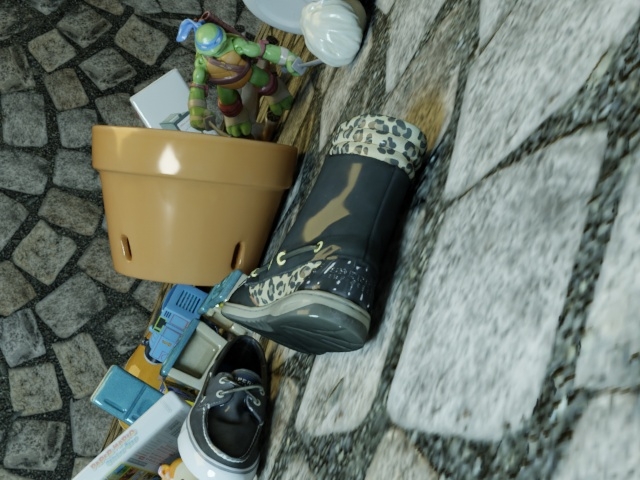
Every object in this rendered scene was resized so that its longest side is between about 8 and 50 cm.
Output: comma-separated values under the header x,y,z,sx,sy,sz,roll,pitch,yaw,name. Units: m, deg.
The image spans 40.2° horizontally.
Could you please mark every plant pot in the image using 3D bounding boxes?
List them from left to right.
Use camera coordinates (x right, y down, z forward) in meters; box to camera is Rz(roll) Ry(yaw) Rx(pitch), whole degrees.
x,y,z,sx,sy,sz,roll,pitch,yaw,name
-0.188,-0.049,1.254,0.291,0.290,0.204,-152,69,-78,plant pot

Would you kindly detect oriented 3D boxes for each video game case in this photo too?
x,y,z,sx,sy,sz,roll,pitch,yaw,name
-0.210,0.257,0.950,0.206,0.026,0.227,-42,-15,-11,video game case

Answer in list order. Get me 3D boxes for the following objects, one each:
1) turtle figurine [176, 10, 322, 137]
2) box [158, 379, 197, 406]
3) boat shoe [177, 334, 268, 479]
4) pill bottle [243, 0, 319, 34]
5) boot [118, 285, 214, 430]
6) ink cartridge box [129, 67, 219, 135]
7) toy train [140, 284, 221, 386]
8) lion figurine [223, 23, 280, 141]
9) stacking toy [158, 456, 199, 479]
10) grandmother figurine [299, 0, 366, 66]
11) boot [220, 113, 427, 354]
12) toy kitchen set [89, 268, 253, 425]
x,y,z,sx,sy,sz,roll,pitch,yaw,name
-0.121,-0.243,1.495,0.198,0.274,0.266,-61,-15,-5,turtle figurine
-0.222,0.257,1.335,0.169,0.054,0.059,174,117,-77,box
-0.083,0.158,0.864,0.228,0.080,0.076,-83,16,-75,boat shoe
-0.009,-0.522,1.473,0.181,0.181,0.323,144,147,-68,pill bottle
-0.265,0.194,1.521,0.295,0.104,0.211,-67,11,-18,boot
-0.263,-0.192,1.764,0.114,0.273,0.198,-34,9,-7,ink cartridge box
-0.208,0.146,1.327,0.184,0.105,0.080,-56,7,43,toy train
-0.160,-0.283,1.833,0.240,0.142,0.392,115,166,-50,lion figurine
-0.207,0.364,0.926,0.302,0.175,0.165,-57,16,-18,stacking toy
0.049,-0.394,1.218,0.208,0.104,0.343,73,-153,-63,grandmother figurine
0.002,0.001,0.736,0.236,0.085,0.179,-14,52,68,boot
-0.166,0.133,1.052,0.207,0.122,0.166,-60,9,-19,toy kitchen set
